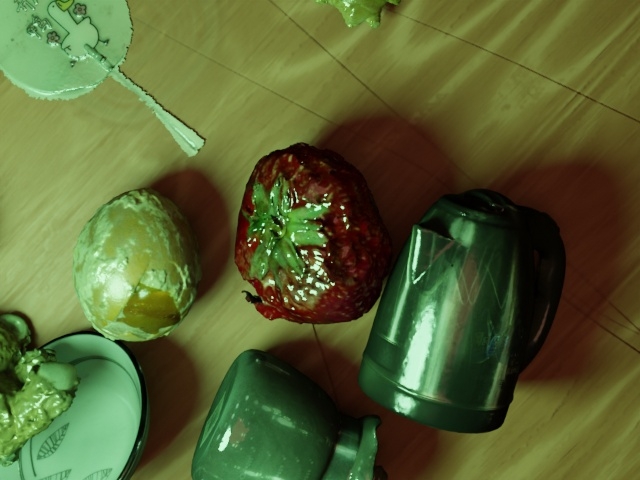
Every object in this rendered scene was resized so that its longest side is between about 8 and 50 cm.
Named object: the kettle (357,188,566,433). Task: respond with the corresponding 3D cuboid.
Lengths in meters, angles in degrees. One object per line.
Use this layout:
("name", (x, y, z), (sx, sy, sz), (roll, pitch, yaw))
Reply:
("kettle", (0.236, 0.086, 1.562), (0.320, 0.228, 0.324), (5, 106, -33))

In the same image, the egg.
("egg", (-0.271, 0.037, 1.581), (0.194, 0.195, 0.233), (17, 102, 0))

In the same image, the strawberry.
("strawberry", (0.000, 0.000, 1.569), (0.274, 0.220, 0.274), (4, 95, 45))

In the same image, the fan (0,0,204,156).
("fan", (-0.339, -0.279, 1.634), (0.414, 0.012, 0.233), (39, 97, -2))

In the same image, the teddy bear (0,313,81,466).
("teddy bear", (-0.506, 0.212, 1.591), (0.267, 0.156, 0.256), (-17, 52, -19))

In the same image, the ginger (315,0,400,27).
("ginger", (0.079, -0.388, 1.577), (0.205, 0.081, 0.115), (-22, 64, 12))

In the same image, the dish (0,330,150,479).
("dish", (-0.362, 0.299, 1.621), (0.316, 0.106, 0.317), (-13, 62, 27))

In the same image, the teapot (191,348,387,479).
("teapot", (-0.044, 0.347, 1.604), (0.285, 0.223, 0.305), (23, 94, -8))
